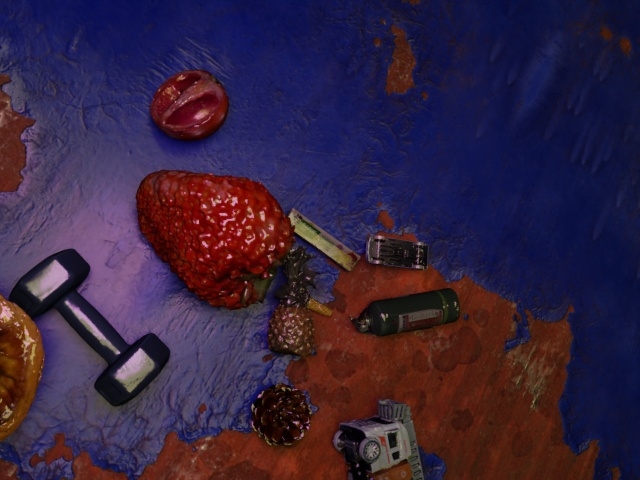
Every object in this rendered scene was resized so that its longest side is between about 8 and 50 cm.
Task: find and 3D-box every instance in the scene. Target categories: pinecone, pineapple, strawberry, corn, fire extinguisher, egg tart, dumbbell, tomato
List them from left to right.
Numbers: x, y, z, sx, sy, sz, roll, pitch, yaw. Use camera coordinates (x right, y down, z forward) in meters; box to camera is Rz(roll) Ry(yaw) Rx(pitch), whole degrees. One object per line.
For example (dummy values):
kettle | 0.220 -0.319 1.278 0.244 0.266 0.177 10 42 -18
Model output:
egg tart | -0.685 0.219 1.126 0.352 0.153 0.339 35 82 -5
dumbbell | -0.460 0.174 1.220 0.144 0.160 0.324 -39 97 9
tomato | -0.288 -0.292 1.378 0.173 0.099 0.189 -35 55 -6
strawberry | -0.227 -0.034 1.269 0.351 0.312 0.267 31 52 6
pinecone | -0.083 0.382 1.336 0.140 0.121 0.140 7 73 -23
pineapple | -0.058 0.137 1.380 0.125 0.125 0.251 7 78 -18
corn | -0.010 0.157 1.441 0.083 0.028 0.027 27 95 -14
fire extinguisher | 0.194 0.183 1.476 0.295 0.118 0.093 -8 50 -20

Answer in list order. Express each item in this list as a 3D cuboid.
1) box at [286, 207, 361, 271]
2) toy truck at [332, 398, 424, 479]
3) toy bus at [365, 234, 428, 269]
box | 0.000 0.000 1.461 0.207 0.041 0.049 36 76 -11
toy truck | 0.151 0.534 1.393 0.185 0.133 0.338 -9 88 -30
toy bus | 0.183 0.034 1.502 0.168 0.076 0.073 9 81 -20
